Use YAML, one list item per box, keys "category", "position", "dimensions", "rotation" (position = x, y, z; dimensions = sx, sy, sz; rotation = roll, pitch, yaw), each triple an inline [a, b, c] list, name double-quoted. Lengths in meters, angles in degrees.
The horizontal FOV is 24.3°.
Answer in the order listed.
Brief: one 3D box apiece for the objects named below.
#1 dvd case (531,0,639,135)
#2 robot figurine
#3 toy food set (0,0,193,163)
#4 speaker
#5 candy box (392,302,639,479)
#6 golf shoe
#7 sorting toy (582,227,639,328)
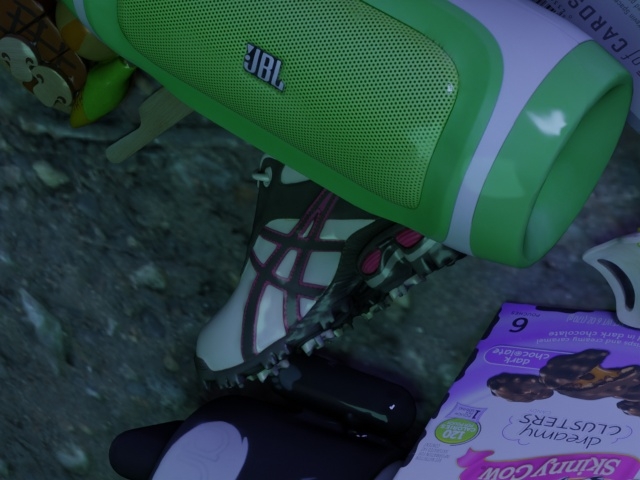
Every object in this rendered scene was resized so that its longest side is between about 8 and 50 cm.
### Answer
- category: "dvd case"
  position: [0.214, -0.130, 0.688]
  dimensions: [0.179, 0.029, 0.238]
  rotation: [45, 138, -6]
- category: "robot figurine"
  position: [-0.016, 0.207, 1.030]
  dimensions: [0.278, 0.173, 0.209]
  rotation: [15, 135, 25]
- category: "toy food set"
  position: [-0.172, -0.131, 0.947]
  dimensions: [0.192, 0.038, 0.132]
  rotation: [48, 137, -9]
- category: "speaker"
  position: [0.004, -0.104, 0.764]
  dimensions: [0.296, 0.131, 0.131]
  rotation: [31, 137, 20]
- category: "candy box"
  position: [0.145, 0.125, 0.826]
  dimensions: [0.164, 0.196, 0.070]
  rotation: [4, 127, 32]
- category: "golf shoe"
  position: [0.000, 0.000, 0.912]
  dimensions: [0.273, 0.105, 0.120]
  rotation: [-37, 84, 41]
- category: "sorting toy"
  position: [0.185, 0.022, 0.830]
  dimensions: [0.075, 0.045, 0.083]
  rotation: [-12, 118, 49]
